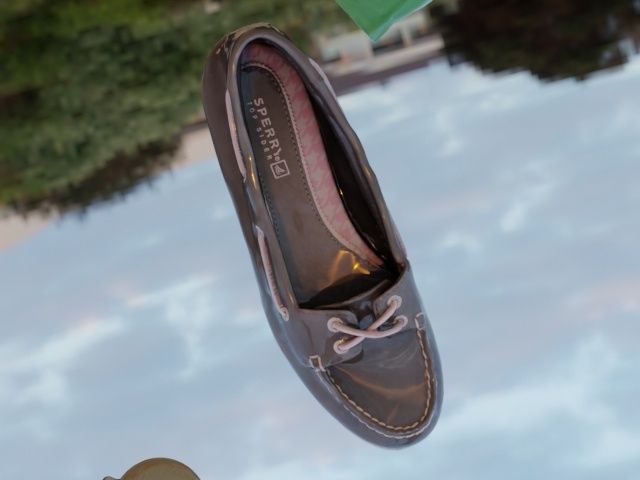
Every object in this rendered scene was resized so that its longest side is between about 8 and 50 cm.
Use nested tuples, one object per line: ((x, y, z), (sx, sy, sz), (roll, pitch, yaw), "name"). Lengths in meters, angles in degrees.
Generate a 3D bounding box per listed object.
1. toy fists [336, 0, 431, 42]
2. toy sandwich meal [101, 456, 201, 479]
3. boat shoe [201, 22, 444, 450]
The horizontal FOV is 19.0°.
((0.012, -0.300, 1.554), (0.142, 0.279, 0.096), (-42, -156, 5), "toy fists")
((-0.117, 0.190, 1.326), (0.085, 0.086, 0.029), (-22, -176, -30), "toy sandwich meal")
((0.000, 0.000, 1.395), (0.112, 0.335, 0.095), (-23, 179, -8), "boat shoe")
